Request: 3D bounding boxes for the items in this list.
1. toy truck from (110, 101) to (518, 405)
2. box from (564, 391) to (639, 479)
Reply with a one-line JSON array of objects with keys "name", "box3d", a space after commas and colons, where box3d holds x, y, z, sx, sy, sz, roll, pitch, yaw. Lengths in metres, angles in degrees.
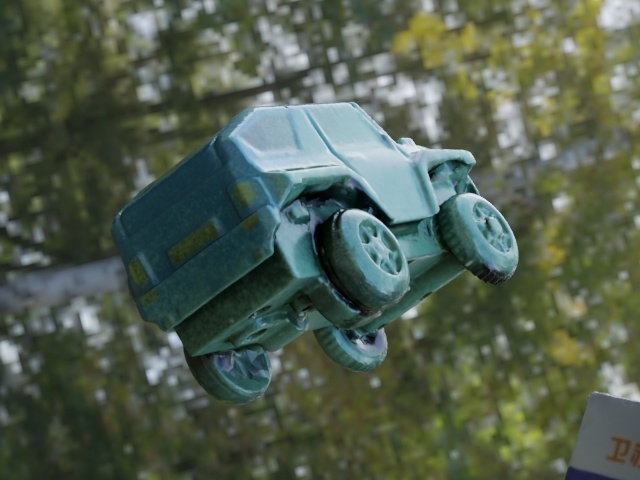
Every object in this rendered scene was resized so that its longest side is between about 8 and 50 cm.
[{"name": "toy truck", "box3d": [0.000, 0.000, 1.293, 0.155, 0.279, 0.156, -36, -103, 30]}, {"name": "box", "box3d": [0.174, 0.232, 0.824, 0.200, 0.106, 0.299, 11, -102, 44]}]
